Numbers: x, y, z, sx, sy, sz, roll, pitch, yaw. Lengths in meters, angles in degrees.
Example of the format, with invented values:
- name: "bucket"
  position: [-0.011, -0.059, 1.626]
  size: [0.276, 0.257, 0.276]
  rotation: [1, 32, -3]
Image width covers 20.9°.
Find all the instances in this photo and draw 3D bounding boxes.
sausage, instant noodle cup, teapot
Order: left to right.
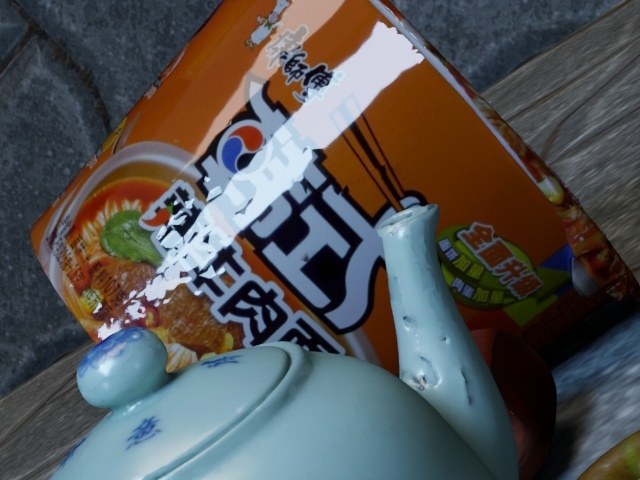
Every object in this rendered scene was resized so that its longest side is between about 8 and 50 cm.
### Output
- name: "teapot"
  position: [-0.026, 0.091, 0.494]
  size: [0.232, 0.159, 0.159]
  rotation: [-37, 6, -26]
- name: "instant noodle cup"
  position: [0.000, 0.000, 0.823]
  size: [0.192, 0.250, 0.250]
  rotation: [-44, 5, 4]
- name: "sausage"
  position: [0.059, 0.071, 0.675]
  size: [0.054, 0.059, 0.094]
  rotation: [-47, 5, 21]

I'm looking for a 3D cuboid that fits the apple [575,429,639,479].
- name: "apple"
  position: [0.087, 0.076, 0.363]
  size: [0.089, 0.074, 0.089]
  rotation: [-33, 7, 5]
